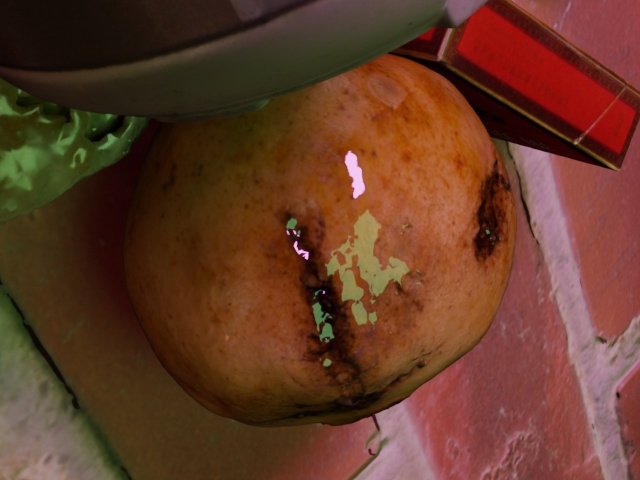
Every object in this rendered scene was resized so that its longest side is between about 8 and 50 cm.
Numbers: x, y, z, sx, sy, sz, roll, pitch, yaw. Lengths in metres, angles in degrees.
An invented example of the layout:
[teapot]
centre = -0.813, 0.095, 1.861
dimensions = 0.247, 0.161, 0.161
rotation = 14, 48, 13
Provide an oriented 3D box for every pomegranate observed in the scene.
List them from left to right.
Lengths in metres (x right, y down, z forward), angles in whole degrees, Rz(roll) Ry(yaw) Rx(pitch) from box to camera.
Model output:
[pomegranate]
centre = 0.000, 0.000, 0.709
dimensions = 0.260, 0.260, 0.260
rotation = -17, 117, -37

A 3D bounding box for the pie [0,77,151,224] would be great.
[pie]
centre = -0.197, -0.159, 0.574
dimensions = 0.339, 0.077, 0.339
rotation = -16, 116, -36

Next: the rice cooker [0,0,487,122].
[rice cooker]
centre = -0.068, -0.245, 0.403
dimensions = 0.335, 0.335, 0.325
rotation = -44, 129, -21

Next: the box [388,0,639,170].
[box]
centre = 0.117, -0.131, 0.813
dimensions = 0.239, 0.153, 0.074
rotation = 20, 88, -44
